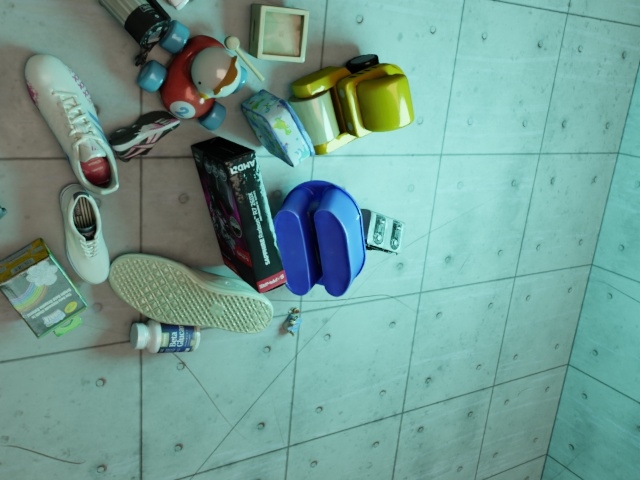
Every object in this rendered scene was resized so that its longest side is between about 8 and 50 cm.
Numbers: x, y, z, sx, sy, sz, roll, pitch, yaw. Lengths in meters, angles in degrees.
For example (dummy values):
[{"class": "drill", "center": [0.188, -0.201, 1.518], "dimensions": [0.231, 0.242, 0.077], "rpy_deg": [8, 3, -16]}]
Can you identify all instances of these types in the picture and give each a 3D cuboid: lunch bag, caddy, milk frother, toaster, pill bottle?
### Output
[{"class": "lunch bag", "center": [-0.110, -0.286, 1.548], "dimensions": [0.090, 0.219, 0.176], "rpy_deg": [-36, 122, -9]}, {"class": "caddy", "center": [0.000, 0.000, 1.718], "dimensions": [0.179, 0.241, 0.341], "rpy_deg": [-60, 146, -59]}, {"class": "milk frother", "center": [-0.424, -0.485, 1.354], "dimensions": [0.143, 0.129, 0.135], "rpy_deg": [-43, 91, 21]}, {"class": "toaster", "center": [0.147, -0.027, 1.840], "dimensions": [0.168, 0.186, 0.110], "rpy_deg": [17, 84, -40]}, {"class": "pill bottle", "center": [-0.419, 0.256, 1.626], "dimensions": [0.169, 0.094, 0.094], "rpy_deg": [4, 105, -34]}]

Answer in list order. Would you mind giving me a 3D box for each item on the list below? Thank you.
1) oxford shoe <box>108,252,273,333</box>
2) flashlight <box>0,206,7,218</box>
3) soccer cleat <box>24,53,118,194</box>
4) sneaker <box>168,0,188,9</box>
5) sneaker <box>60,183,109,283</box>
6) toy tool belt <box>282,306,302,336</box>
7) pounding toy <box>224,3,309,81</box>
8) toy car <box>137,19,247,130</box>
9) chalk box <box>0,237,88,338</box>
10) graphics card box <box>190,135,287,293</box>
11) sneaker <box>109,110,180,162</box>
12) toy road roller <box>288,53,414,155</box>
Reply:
[{"class": "oxford shoe", "center": [-0.344, 0.142, 1.623], "dimensions": [0.449, 0.130, 0.169], "rpy_deg": [18, 103, -21]}, {"class": "flashlight", "center": [-0.816, 0.012, 1.275], "dimensions": [0.304, 0.103, 0.103], "rpy_deg": [-48, 129, -10]}, {"class": "soccer cleat", "center": [-0.533, -0.250, 1.334], "dimensions": [0.116, 0.143, 0.331], "rpy_deg": [-31, 121, -20]}, {"class": "sneaker", "center": [-0.316, -0.609, 1.397], "dimensions": [0.134, 0.051, 0.070], "rpy_deg": [-52, 132, -1]}, {"class": "sneaker", "center": [-0.563, -0.004, 1.438], "dimensions": [0.094, 0.091, 0.258], "rpy_deg": [-21, 117, -25]}, {"class": "toy tool belt", "center": [-0.078, 0.253, 1.873], "dimensions": [0.052, 0.051, 0.083], "rpy_deg": [22, 95, -37]}, {"class": "pounding toy", "center": [-0.148, -0.502, 1.528], "dimensions": [0.206, 0.094, 0.181], "rpy_deg": [-3, 114, -22]}, {"class": "toy car", "center": [-0.266, -0.373, 1.402], "dimensions": [0.219, 0.238, 0.210], "rpy_deg": [30, 90, -36]}, {"class": "chalk box", "center": [-0.644, 0.128, 1.412], "dimensions": [0.132, 0.132, 0.213], "rpy_deg": [-34, 123, -20]}, {"class": "graphics card box", "center": [-0.210, -0.068, 1.556], "dimensions": [0.094, 0.233, 0.371], "rpy_deg": [-23, 119, -24]}, {"class": "sneaker", "center": [-0.425, -0.251, 1.463], "dimensions": [0.178, 0.072, 0.077], "rpy_deg": [-30, 147, -25]}, {"class": "toy road roller", "center": [0.103, -0.369, 1.640], "dimensions": [0.329, 0.240, 0.202], "rpy_deg": [-29, 120, -21]}]
